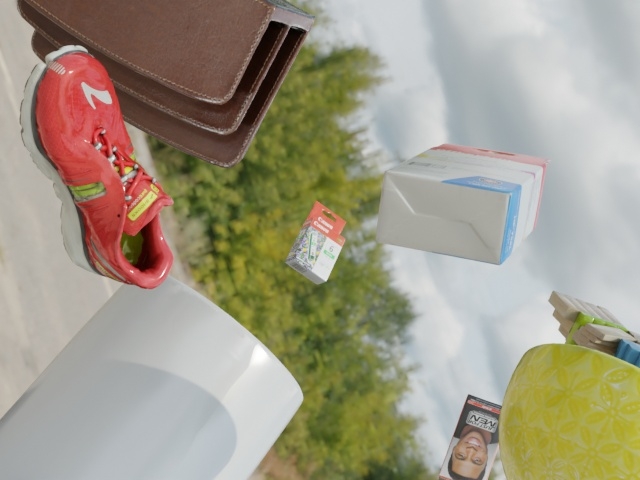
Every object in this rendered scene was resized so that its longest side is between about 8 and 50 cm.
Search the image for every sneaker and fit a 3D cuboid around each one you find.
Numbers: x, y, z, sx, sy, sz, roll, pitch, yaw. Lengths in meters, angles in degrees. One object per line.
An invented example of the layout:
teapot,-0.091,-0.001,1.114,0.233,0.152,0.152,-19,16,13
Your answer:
sneaker,-0.197,-0.065,1.088,0.118,0.107,0.279,23,-37,30

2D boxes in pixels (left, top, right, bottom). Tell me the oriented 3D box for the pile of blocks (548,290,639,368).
pile of blocks,0.467,0.206,1.731,0.362,0.149,0.112,38,-69,51

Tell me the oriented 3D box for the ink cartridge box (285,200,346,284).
ink cartridge box,0.000,0.000,1.659,0.063,0.115,0.029,35,-27,-19

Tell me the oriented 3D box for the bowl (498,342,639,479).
bowl,0.277,0.251,1.092,0.289,0.156,0.289,35,-20,14

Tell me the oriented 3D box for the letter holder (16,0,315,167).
letter holder,-0.199,-0.227,1.240,0.302,0.214,0.152,31,13,10

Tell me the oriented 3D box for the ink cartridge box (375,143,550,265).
ink cartridge box,0.160,-0.046,1.204,0.231,0.134,0.078,-29,128,-65

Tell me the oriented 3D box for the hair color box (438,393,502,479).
hair color box,0.236,0.315,1.726,0.043,0.072,0.141,85,26,-61

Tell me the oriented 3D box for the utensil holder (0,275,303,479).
utensil holder,-0.257,0.276,1.529,0.327,0.385,0.327,33,-19,13
